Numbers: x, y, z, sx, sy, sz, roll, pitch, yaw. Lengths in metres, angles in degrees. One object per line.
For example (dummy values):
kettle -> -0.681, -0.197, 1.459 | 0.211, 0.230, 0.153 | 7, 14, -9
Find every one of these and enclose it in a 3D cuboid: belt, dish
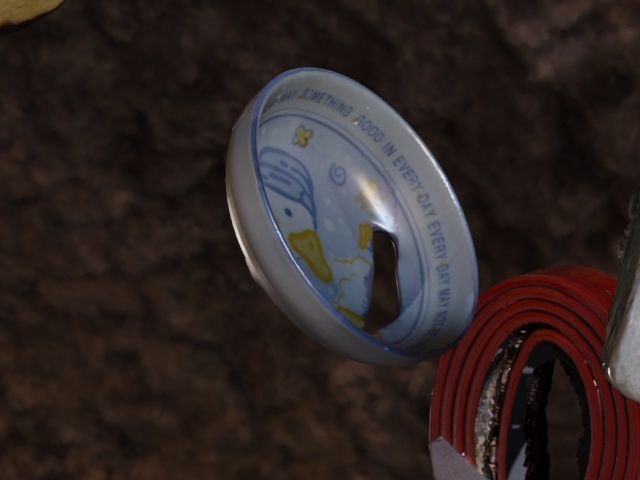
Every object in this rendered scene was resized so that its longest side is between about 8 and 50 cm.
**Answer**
belt -> 0.225, 0.188, 1.682 | 0.227, 0.323, 0.115 | 3, 8, 28
dish -> 0.000, 0.000, 1.524 | 0.273, 0.273, 0.134 | 35, -48, -28

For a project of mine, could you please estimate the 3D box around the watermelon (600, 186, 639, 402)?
watermelon -> 0.289, 0.036, 1.135 | 0.387, 0.258, 0.228 | 62, -17, -13

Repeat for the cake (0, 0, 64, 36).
cake -> -0.291, -0.283, 1.438 | 0.185, 0.208, 0.178 | 56, -18, 33
